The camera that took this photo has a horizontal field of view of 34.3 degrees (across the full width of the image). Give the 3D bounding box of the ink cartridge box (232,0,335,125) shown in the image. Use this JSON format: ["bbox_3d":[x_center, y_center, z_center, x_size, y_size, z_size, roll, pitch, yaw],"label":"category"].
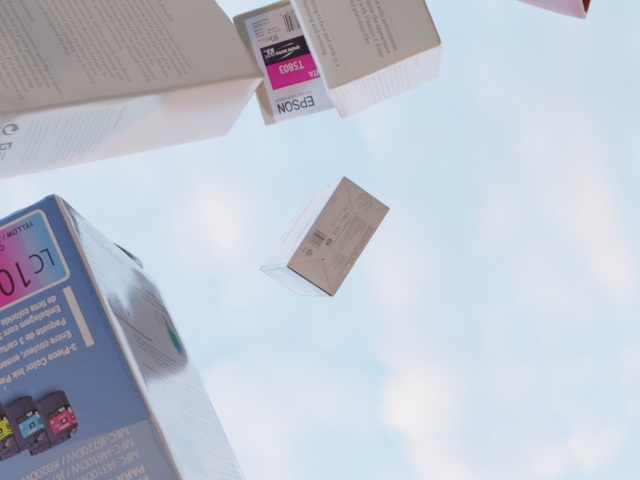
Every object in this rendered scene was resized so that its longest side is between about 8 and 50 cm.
[{"bbox_3d":[-0.008,-0.305,1.678,0.088,0.235,0.193,-29,-75,-53],"label":"ink cartridge box"}]

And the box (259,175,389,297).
[{"bbox_3d":[0.000,0.000,1.666,0.087,0.290,0.169,34,-99,-8],"label":"box"}]

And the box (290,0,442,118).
[{"bbox_3d":[0.035,-0.237,1.038,0.119,0.182,0.181,-22,-94,5],"label":"box"}]

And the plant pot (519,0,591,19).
[{"bbox_3d":[0.196,-0.431,1.154,0.267,0.236,0.267,31,-107,-66],"label":"plant pot"}]

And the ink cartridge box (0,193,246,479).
[{"bbox_3d":[-0.143,0.196,0.770,0.151,0.270,0.395,-29,-108,-1],"label":"ink cartridge box"}]

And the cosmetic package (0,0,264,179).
[{"bbox_3d":[-0.338,-0.253,1.536,0.453,0.161,0.230,-16,-114,-40],"label":"cosmetic package"}]

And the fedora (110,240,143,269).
[{"bbox_3d":[-0.343,0.056,1.361,0.276,0.244,0.124,7,-76,-21],"label":"fedora"}]
